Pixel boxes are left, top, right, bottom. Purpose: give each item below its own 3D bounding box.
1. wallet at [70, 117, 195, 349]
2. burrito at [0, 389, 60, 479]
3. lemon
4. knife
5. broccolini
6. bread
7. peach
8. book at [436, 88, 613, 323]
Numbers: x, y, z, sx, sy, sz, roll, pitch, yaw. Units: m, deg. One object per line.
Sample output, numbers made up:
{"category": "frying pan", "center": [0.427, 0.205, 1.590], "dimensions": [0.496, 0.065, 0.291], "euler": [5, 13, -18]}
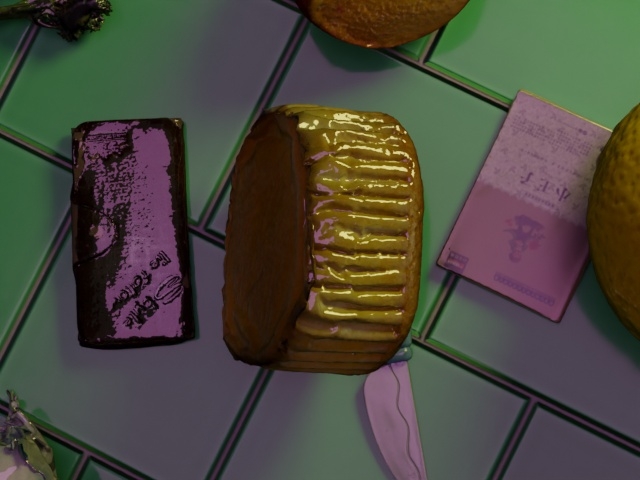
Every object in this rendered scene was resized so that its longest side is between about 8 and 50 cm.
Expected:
{"category": "wallet", "center": [-0.192, -0.007, 1.521], "dimensions": [0.122, 0.031, 0.232], "euler": [-4, 86, 3]}
{"category": "burrito", "center": [-0.304, 0.333, 1.399], "dimensions": [0.139, 0.101, 0.445], "euler": [2, 55, 6]}
{"category": "lemon", "center": [0.364, -0.017, 1.367], "dimensions": [0.267, 0.267, 0.267], "euler": [0, 85, 5]}
{"category": "knife", "center": [0.071, 0.139, 1.493], "dimensions": [0.058, 0.032, 0.244], "euler": [-4, 89, 2]}
{"category": "broccolini", "center": [-0.335, -0.230, 1.551], "dimensions": [0.254, 0.057, 0.071], "euler": [-7, 65, 12]}
{"category": "bread", "center": [0.000, 0.000, 1.411], "dimensions": [0.142, 0.227, 0.253], "euler": [9, 80, -19]}
{"category": "peach", "center": [0.065, -0.277, 1.445], "dimensions": [0.190, 0.190, 0.192], "euler": [21, 72, 6]}
{"category": "book", "center": [0.218, -0.035, 1.496], "dimensions": [0.138, 0.016, 0.198], "euler": [26, 88, 7]}
